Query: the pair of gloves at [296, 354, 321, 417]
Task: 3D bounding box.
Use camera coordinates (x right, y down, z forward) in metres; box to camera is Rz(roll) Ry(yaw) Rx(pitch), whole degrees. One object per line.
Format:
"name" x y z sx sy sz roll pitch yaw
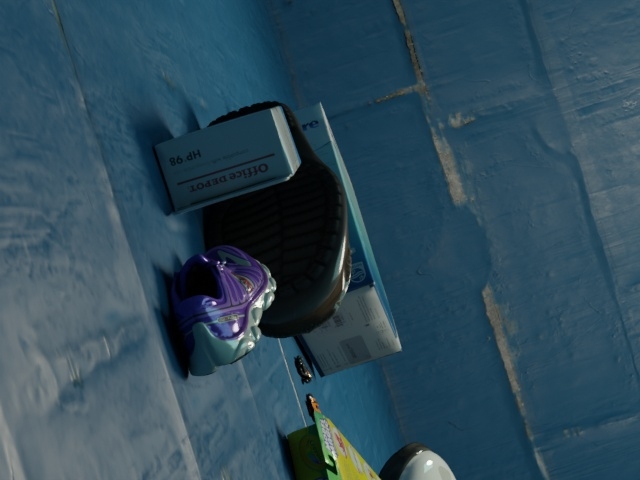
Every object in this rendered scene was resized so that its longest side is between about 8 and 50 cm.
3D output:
"pair of gloves" -0.013 0.183 1.636 0.074 0.010 0.083 60 12 -73

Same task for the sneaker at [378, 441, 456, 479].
"sneaker" 0.239 0.491 1.836 0.257 0.169 0.448 4 -62 48

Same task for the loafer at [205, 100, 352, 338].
"loafer" -0.032 -0.012 1.296 0.366 0.133 0.130 -101 173 -58

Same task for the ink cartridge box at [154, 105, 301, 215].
"ink cartridge box" -0.077 -0.071 1.130 0.180 0.104 0.060 -80 152 -83

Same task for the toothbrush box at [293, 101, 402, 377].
"toothbrush box" 0.000 0.000 1.789 0.216 0.126 0.296 65 9 -59

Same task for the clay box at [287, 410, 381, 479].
"clay box" 0.029 0.275 1.349 0.222 0.053 0.127 54 16 -48

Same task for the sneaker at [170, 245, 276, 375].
"sneaker" -0.076 0.034 0.981 0.170 0.068 0.071 -95 161 -71
